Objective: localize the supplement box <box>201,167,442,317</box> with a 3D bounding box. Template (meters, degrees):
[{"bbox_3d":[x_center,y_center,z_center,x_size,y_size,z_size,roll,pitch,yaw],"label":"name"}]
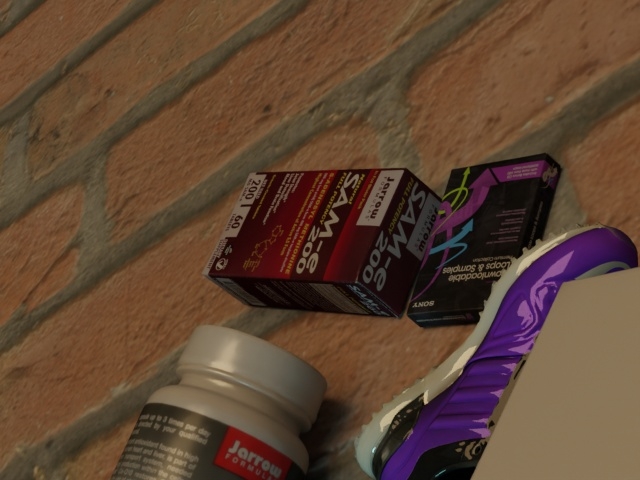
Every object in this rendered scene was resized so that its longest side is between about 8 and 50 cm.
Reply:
[{"bbox_3d":[0.000,0.000,1.482,0.239,0.073,0.130,1,60,48],"label":"supplement box"}]

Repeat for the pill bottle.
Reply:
[{"bbox_3d":[-0.107,0.229,1.324,0.161,0.161,0.283,1,60,49],"label":"pill bottle"}]

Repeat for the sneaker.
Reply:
[{"bbox_3d":[0.165,0.126,1.171,0.293,0.102,0.146,-49,39,13],"label":"sneaker"}]

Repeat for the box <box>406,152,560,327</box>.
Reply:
[{"bbox_3d":[0.148,0.001,1.350,0.116,0.029,0.162,-9,55,45],"label":"box"}]

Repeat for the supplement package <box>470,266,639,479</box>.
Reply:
[{"bbox_3d":[0.219,0.165,0.927,0.175,0.177,0.293,-16,30,40],"label":"supplement package"}]
